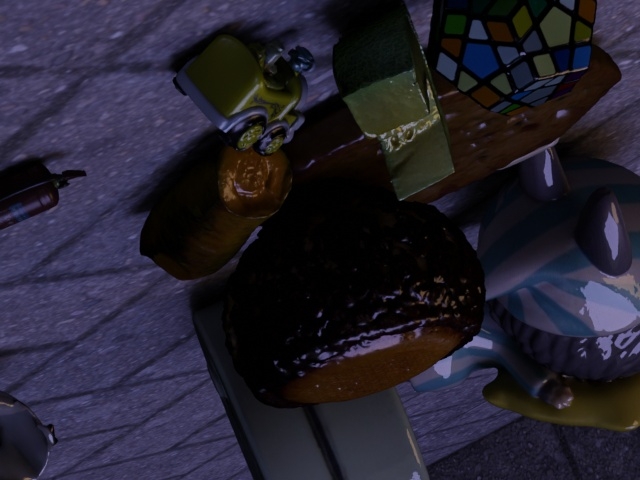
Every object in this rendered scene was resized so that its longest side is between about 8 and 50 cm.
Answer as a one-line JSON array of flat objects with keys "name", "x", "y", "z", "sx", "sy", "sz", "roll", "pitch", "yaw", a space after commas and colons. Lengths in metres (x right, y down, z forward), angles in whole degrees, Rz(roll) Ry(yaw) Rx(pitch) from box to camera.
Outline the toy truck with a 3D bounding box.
[{"name": "toy truck", "x": -0.046, "y": -0.111, "z": 1.345, "sx": 0.077, "sy": 0.076, "sz": 0.111, "roll": -48, "pitch": 159, "yaw": 17}]

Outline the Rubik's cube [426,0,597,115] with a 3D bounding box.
[{"name": "Rubik's cube", "x": 0.137, "y": -0.154, "z": 1.362, "sx": 0.133, "sy": 0.133, "sz": 0.112, "roll": -34, "pitch": -170, "yaw": 40}]

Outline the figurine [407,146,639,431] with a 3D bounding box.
[{"name": "figurine", "x": 0.214, "y": -0.004, "z": 2.001, "sx": 0.361, "sy": 0.266, "sz": 0.378, "roll": -4, "pitch": 134, "yaw": 8}]

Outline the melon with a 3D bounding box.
[{"name": "melon", "x": 0.057, "y": -0.105, "z": 1.414, "sx": 0.064, "sy": 0.118, "sz": 0.209, "roll": -19, "pitch": 147, "yaw": 7}]

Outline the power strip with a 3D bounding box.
[{"name": "power strip", "x": -0.004, "y": 0.213, "z": 2.019, "sx": 0.161, "sy": 0.357, "sz": 0.357, "roll": -23, "pitch": 166, "yaw": -7}]

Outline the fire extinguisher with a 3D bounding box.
[{"name": "fire extinguisher", "x": -0.241, "y": -0.028, "z": 1.409, "sx": 0.132, "sy": 0.039, "sz": 0.056, "roll": -23, "pitch": 175, "yaw": 3}]

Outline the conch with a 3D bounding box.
[{"name": "conch", "x": -0.407, "y": 0.216, "z": 1.852, "sx": 0.148, "sy": 0.183, "sz": 0.275, "roll": 16, "pitch": 180, "yaw": 40}]

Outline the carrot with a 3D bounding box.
[{"name": "carrot", "x": -0.090, "y": -0.023, "z": 1.571, "sx": 0.082, "sy": 0.082, "sz": 0.173, "roll": -13, "pitch": 167, "yaw": -33}]

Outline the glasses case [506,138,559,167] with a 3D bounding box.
[{"name": "glasses case", "x": 0.195, "y": -0.095, "z": 1.833, "sx": 0.083, "sy": 0.032, "sz": 0.021, "roll": -24, "pitch": 166, "yaw": 33}]

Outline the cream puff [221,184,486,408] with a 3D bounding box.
[{"name": "cream puff", "x": 0.026, "y": 0.045, "z": 1.648, "sx": 0.239, "sy": 0.165, "sz": 0.239, "roll": -17, "pitch": 164, "yaw": -5}]

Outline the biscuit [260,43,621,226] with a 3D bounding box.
[{"name": "biscuit", "x": 0.096, "y": -0.092, "z": 1.674, "sx": 0.359, "sy": 0.046, "sz": 0.359, "roll": -21, "pitch": 166, "yaw": -6}]
